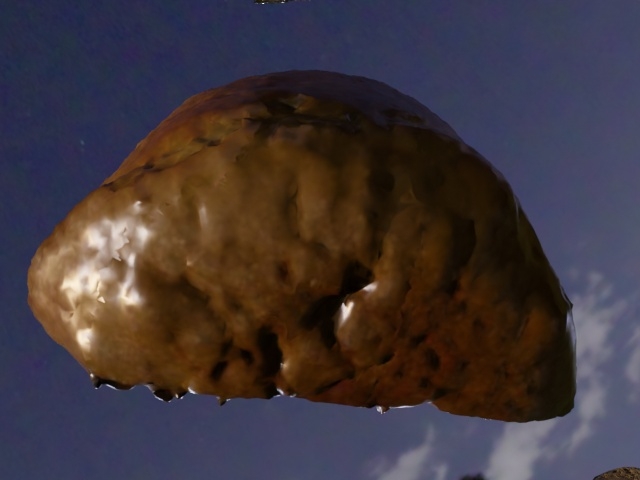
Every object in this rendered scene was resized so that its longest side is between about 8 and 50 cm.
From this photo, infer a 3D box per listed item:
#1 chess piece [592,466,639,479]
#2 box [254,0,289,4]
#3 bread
[{"bbox_3d":[0.333,0.327,1.036,0.060,0.060,0.172,-22,-79,-23],"label":"chess piece"},{"bbox_3d":[0.071,-0.237,0.454,0.106,0.203,0.252,51,-128,-48],"label":"box"},{"bbox_3d":[0.008,-0.006,0.451,0.260,0.129,0.134,11,-57,-13],"label":"bread"}]
